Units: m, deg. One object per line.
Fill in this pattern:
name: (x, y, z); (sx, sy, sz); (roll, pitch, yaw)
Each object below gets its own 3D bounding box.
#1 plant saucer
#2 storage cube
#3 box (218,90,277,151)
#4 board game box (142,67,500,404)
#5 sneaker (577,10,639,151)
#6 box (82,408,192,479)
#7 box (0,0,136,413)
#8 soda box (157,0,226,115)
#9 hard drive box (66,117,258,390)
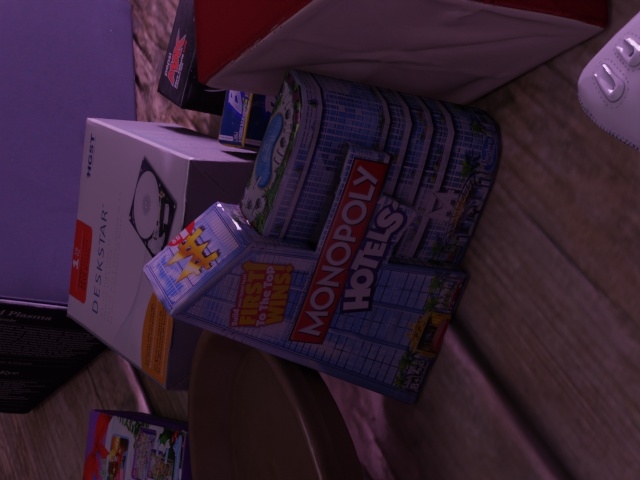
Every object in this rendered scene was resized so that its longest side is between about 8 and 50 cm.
plant saucer: (-0.027, 0.185, 1.048); (0.278, 0.041, 0.278); (170, 90, -67)
storage cube: (0.041, -0.199, 0.947); (0.215, 0.183, 0.193); (-27, 62, 54)
box: (-0.030, -0.150, 1.181); (0.054, 0.059, 0.169); (14, 95, 65)
board game box: (0.000, 0.000, 0.956); (0.060, 0.194, 0.194); (50, 126, 52)
sneaker: (0.200, -0.160, 0.703); (0.210, 0.137, 0.366); (-48, 47, 41)
box: (-0.144, 0.293, 1.273); (0.201, 0.057, 0.293); (0, 83, 59)
box: (-0.320, -0.036, 1.539); (0.312, 0.178, 0.343); (-37, 52, 52)
soda box: (-0.085, -0.193, 1.293); (0.060, 0.053, 0.169); (36, 115, 57)
hard drive box: (-0.121, 0.006, 1.258); (0.232, 0.089, 0.181); (22, 107, 61)
